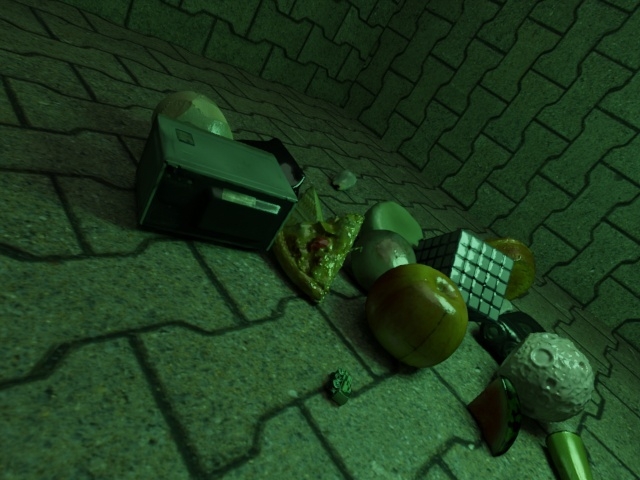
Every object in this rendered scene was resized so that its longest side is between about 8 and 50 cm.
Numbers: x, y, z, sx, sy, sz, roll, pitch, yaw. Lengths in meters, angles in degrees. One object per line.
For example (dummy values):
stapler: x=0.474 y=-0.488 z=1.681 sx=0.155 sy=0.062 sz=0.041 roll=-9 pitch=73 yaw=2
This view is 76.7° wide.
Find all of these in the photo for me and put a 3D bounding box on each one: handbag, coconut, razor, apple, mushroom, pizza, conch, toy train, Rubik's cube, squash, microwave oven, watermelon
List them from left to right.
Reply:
coconut: x=-0.398 y=-0.329 z=1.262 sx=0.245 sy=0.245 sz=0.247 roll=12 pitch=26 yaw=-37
microwave oven: x=-0.287 y=-0.136 z=1.087 sx=0.355 sy=0.218 sz=0.286 roll=13 pitch=34 yaw=-36
handbag: x=-0.238 y=-0.262 z=1.455 sx=0.288 sy=0.152 sz=0.342 roll=1 pitch=36 yaw=-30
squash: x=0.000 y=0.000 z=1.260 sx=0.289 sy=0.203 sz=0.111 roll=44 pitch=-5 yaw=27
pizza: x=0.004 y=-0.003 z=1.162 sx=0.280 sy=0.288 sz=0.075 roll=46 pitch=-14 yaw=20
toy train: x=0.045 y=0.318 z=0.894 sx=0.053 sy=0.033 sz=0.083 roll=40 pitch=26 yaw=1
conch: x=0.108 y=-0.282 z=1.968 sx=0.104 sy=0.094 sz=0.176 roll=46 pitch=53 yaw=-3
mushroom: x=0.204 y=0.075 z=1.341 sx=0.226 sy=0.178 sz=0.226 roll=7 pitch=72 yaw=-21
apple: x=0.266 y=0.200 z=1.118 sx=0.286 sy=0.233 sz=0.286 roll=27 pitch=27 yaw=-15
Rubik's cube: x=0.458 y=0.128 z=1.366 sx=0.237 sy=0.238 sz=0.237 roll=26 pitch=-17 yaw=-17
watermelon: x=0.475 y=0.464 z=1.050 sx=0.145 sy=0.137 sz=0.193 roll=-108 pitch=177 yaw=-53
razor: x=0.727 y=0.360 z=1.500 sx=0.349 sy=0.113 sz=0.204 roll=5 pitch=39 yaw=-47
squash: x=0.662 y=0.617 z=1.039 sx=0.094 sy=0.094 sz=0.224 roll=28 pitch=33 yaw=-12

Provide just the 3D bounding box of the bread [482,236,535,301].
bread: x=0.766 y=0.134 z=1.753 sx=0.312 sy=0.312 sz=0.172 roll=29 pitch=36 yaw=-10

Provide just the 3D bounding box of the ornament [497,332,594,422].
ornament: x=0.671 y=0.409 z=1.202 sx=0.225 sy=0.259 sz=0.259 roll=40 pitch=26 yaw=25

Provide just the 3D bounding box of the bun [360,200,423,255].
bun: x=0.255 y=-0.007 z=1.549 sx=0.283 sy=0.179 sz=0.283 roll=23 pitch=49 yaw=-28

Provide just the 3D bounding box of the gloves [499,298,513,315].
gloves: x=0.685 y=0.268 z=1.634 sx=0.229 sy=0.097 sz=0.119 roll=16 pitch=18 yaw=-35
